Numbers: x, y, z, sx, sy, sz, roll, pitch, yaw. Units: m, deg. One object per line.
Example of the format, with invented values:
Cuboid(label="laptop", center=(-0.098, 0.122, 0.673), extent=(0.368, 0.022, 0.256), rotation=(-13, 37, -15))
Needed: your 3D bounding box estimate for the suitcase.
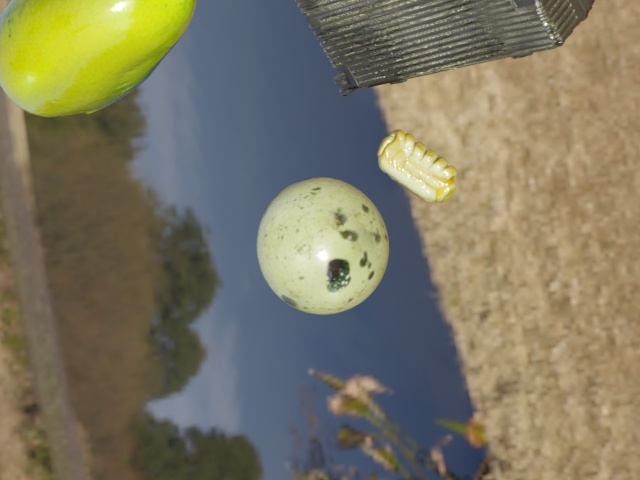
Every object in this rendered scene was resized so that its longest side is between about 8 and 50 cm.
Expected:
Cuboid(label="suitcase", center=(0.122, -0.313, 1.596), extent=(0.335, 0.152, 0.229), rotation=(-8, 124, 42))

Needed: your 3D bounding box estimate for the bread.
Cuboid(label="bread", center=(0.096, -0.072, 1.399), extent=(0.049, 0.088, 0.034), rotation=(-61, -11, 27))

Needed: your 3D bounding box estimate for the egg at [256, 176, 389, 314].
Cuboid(label="egg", center=(0.000, 0.000, 1.919), extent=(0.228, 0.177, 0.177), rotation=(-110, 17, -61))

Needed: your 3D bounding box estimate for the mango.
Cuboid(label="mango", center=(-0.242, -0.216, 1.473), extent=(0.149, 0.185, 0.273), rotation=(66, 156, -1))
